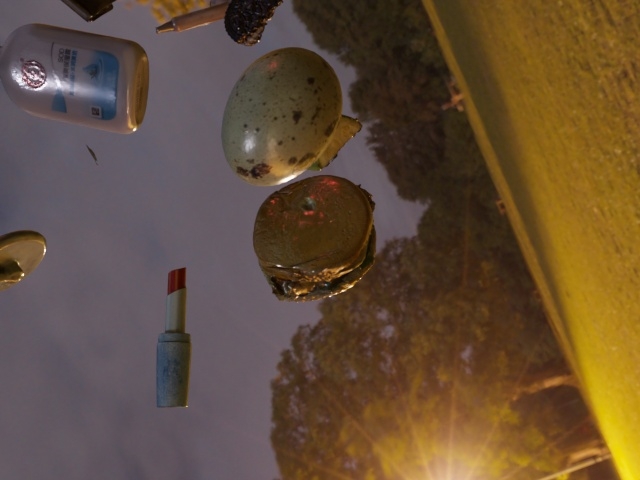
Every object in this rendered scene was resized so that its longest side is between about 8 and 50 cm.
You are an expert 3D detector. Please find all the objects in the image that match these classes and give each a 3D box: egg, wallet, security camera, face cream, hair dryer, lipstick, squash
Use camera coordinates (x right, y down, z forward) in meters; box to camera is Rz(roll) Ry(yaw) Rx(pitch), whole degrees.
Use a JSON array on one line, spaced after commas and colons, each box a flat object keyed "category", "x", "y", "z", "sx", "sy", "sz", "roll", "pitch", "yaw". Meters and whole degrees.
[{"category": "egg", "x": -0.099, "y": -0.315, "z": 1.793, "sx": 0.287, "sy": 0.287, "sz": 0.379, "roll": 39, "pitch": -111, "yaw": -61}, {"category": "wallet", "x": -0.451, "y": -0.462, "z": 1.202, "sx": 0.198, "sy": 0.031, "sz": 0.110, "roll": 38, "pitch": -145, "yaw": -12}, {"category": "security camera", "x": -0.556, "y": 0.066, "z": 1.114, "sx": 0.080, "sy": 0.157, "sz": 0.301, "roll": 46, "pitch": -155, "yaw": 13}, {"category": "face cream", "x": -0.469, "y": -0.292, "z": 1.217, "sx": 0.080, "sy": 0.336, "sz": 0.163, "roll": -62, "pitch": -17, "yaw": -69}, {"category": "hair dryer", "x": -0.259, "y": -0.512, "z": 1.590, "sx": 0.195, "sy": 0.220, "sz": 0.054, "roll": 25, "pitch": 133, "yaw": 49}, {"category": "lipstick", "x": -0.284, "y": 0.185, "z": 1.362, "sx": 0.061, "sy": 0.068, "sz": 0.274, "roll": 122, "pitch": 149, "yaw": -71}, {"category": "squash", "x": -0.039, "y": -0.321, "z": 2.080, "sx": 0.111, "sy": 0.203, "sz": 0.288, "roll": 48, "pitch": 169, "yaw": -32}]

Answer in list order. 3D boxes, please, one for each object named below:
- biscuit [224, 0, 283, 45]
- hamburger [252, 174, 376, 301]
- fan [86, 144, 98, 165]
[{"category": "biscuit", "x": -0.093, "y": -0.318, "z": 0.982, "sx": 0.027, "sy": 0.089, "sz": 0.087, "roll": 28, "pitch": -123, "yaw": -70}, {"category": "hamburger", "x": 0.000, "y": 0.000, "z": 1.107, "sx": 0.189, "sy": 0.215, "sz": 0.122, "roll": 61, "pitch": 180, "yaw": 41}, {"category": "fan", "x": -0.683, "y": -0.253, "z": 2.103, "sx": 0.083, "sy": 0.004, "sz": 0.056, "roll": 57, "pitch": 175, "yaw": 28}]
